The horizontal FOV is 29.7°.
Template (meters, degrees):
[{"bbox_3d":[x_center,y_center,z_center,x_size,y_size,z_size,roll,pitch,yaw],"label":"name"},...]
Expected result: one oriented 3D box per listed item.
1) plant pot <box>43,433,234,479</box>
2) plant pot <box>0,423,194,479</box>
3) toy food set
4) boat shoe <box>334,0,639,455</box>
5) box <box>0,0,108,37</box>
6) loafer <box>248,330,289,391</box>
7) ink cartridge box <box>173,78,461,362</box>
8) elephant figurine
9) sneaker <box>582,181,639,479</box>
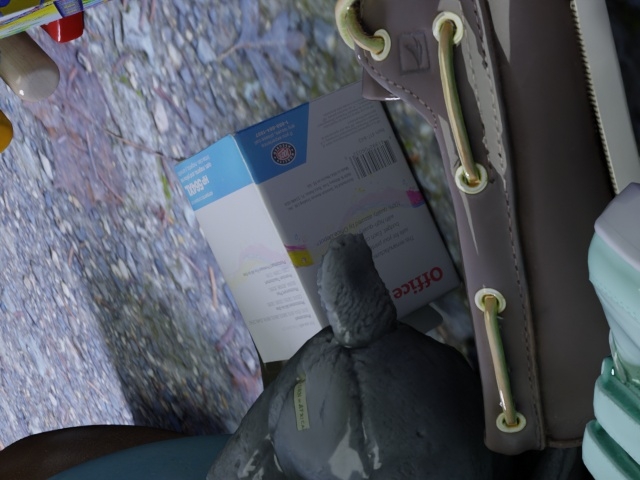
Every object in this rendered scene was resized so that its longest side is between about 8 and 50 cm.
[{"bbox_3d":[-0.038,0.245,0.812,0.290,0.195,0.290,38,142,37],"label":"plant pot"},{"bbox_3d":[-0.170,0.247,1.048,0.230,0.215,0.215,-29,88,47],"label":"plant pot"},{"bbox_3d":[-0.252,-0.187,0.900,0.104,0.111,0.232,45,148,30],"label":"toy food set"},{"bbox_3d":[0.062,-0.068,0.470,0.116,0.097,0.324,-85,-25,-76],"label":"boat shoe"},{"bbox_3d":[-0.227,-0.248,0.641,0.177,0.279,0.290,-1,112,59],"label":"box"},{"bbox_3d":[-0.015,0.061,0.784,0.056,0.050,0.148,-4,94,55],"label":"loafer"},{"bbox_3d":[0.000,0.000,0.663,0.090,0.092,0.143,-17,98,61],"label":"ink cartridge box"},{"bbox_3d":[0.074,0.128,0.612,0.186,0.239,0.169,-49,51,32],"label":"elephant figurine"},{"bbox_3d":[0.110,0.101,0.408,0.256,0.151,0.094,54,178,-43],"label":"sneaker"}]
